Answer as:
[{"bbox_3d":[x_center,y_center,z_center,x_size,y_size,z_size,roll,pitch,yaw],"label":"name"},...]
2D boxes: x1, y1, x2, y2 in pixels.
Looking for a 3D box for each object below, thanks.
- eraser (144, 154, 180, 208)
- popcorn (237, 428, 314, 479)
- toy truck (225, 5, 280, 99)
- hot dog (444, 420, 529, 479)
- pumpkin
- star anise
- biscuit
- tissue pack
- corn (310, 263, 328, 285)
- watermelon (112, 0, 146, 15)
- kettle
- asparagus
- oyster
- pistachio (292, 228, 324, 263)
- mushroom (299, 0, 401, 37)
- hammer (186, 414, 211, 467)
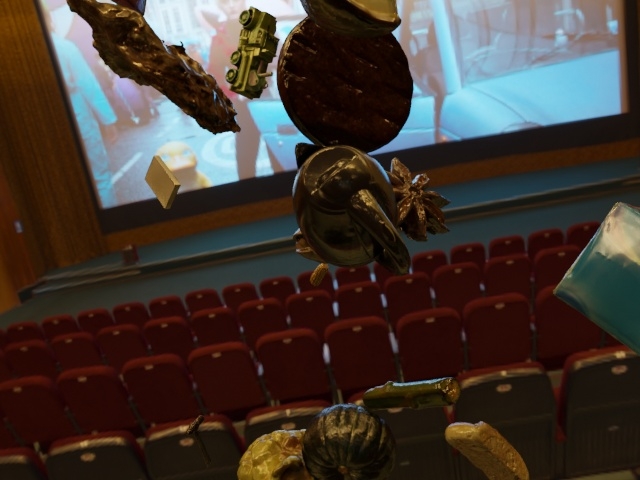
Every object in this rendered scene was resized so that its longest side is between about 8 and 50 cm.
[{"bbox_3d":[-0.508,-0.186,1.829,0.023,0.103,0.150,-8,50,-48],"label":"eraser"},{"bbox_3d":[-0.074,0.615,1.470,0.270,0.224,0.258,33,17,36],"label":"popcorn"},{"bbox_3d":[-0.184,-0.569,1.742,0.135,0.259,0.128,10,-1,38],"label":"toy truck"},{"bbox_3d":[0.360,0.449,1.225,0.084,0.242,0.073,-26,31,39],"label":"hot dog"},{"bbox_3d":[0.066,0.491,1.339,0.221,0.220,0.162,-7,16,17],"label":"pumpkin"},{"bbox_3d":[0.273,-0.124,1.818,0.332,0.331,0.117,-24,-16,-40],"label":"star anise"},{"bbox_3d":[0.067,-0.427,1.555,0.408,0.407,0.091,-19,8,-26],"label":"biscuit"},{"bbox_3d":[0.550,0.086,0.903,0.146,0.198,0.263,7,27,-43],"label":"tissue pack"},{"bbox_3d":[-0.004,0.104,1.748,0.037,0.037,0.092,-26,-22,-44],"label":"corn"},{"bbox_3d":[-0.298,-0.390,0.860,0.125,0.135,0.094,-27,55,3],"label":"watermelon"},{"bbox_3d":[0.072,-0.052,1.182,0.228,0.321,0.324,-39,-17,-2],"label":"kettle"},{"bbox_3d":[0.203,0.354,1.305,0.060,0.067,0.278,21,-26,-30],"label":"asparagus"},{"bbox_3d":[-0.231,-0.266,0.955,0.204,0.111,0.396,37,5,15],"label":"oyster"},{"bbox_3d":[0.000,0.000,1.478,0.136,0.135,0.226,-7,1,16],"label":"pistachio"},{"bbox_3d":[-0.006,-0.494,0.978,0.218,0.291,0.212,-12,14,-33],"label":"mushroom"},{"bbox_3d":[-0.318,0.552,1.543,0.021,0.178,0.065,6,35,27],"label":"hammer"}]
